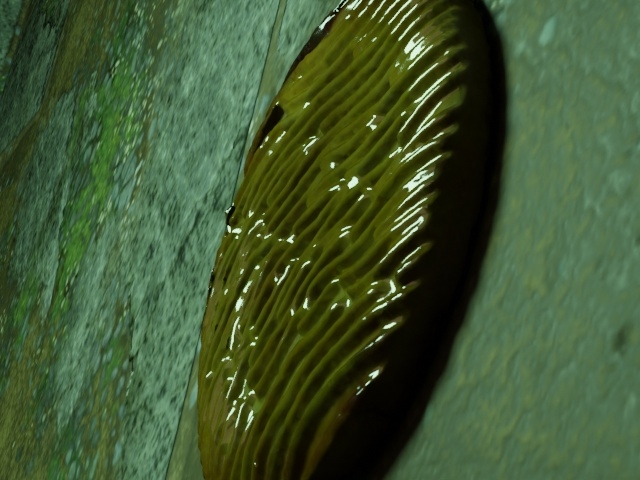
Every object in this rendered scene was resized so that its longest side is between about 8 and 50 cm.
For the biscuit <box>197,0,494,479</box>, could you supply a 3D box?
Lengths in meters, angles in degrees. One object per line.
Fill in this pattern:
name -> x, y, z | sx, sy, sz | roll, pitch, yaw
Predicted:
biscuit -> 0.000, 0.000, 0.843 | 0.318, 0.040, 0.318 | -53, 27, 43
